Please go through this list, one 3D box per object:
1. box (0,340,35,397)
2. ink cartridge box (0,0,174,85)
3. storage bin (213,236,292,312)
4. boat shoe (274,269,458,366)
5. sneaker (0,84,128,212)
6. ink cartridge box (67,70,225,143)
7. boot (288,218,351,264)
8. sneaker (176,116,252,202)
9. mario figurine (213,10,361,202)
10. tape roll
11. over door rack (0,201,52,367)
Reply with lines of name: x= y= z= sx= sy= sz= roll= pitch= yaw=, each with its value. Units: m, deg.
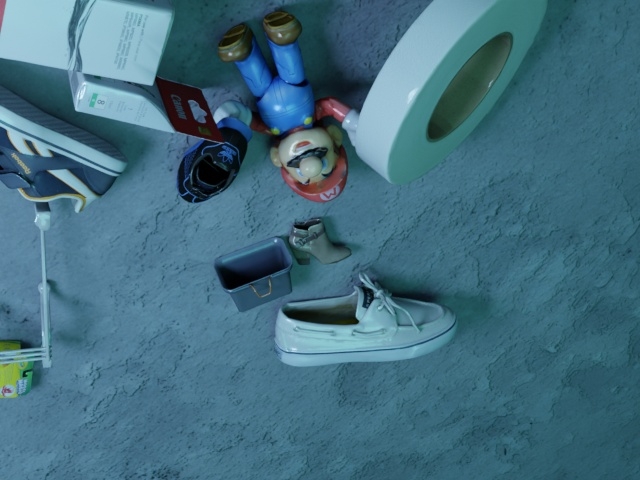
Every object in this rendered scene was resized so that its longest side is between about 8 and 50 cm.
box: x=-0.594 y=0.224 z=1.647 sx=0.179 sy=0.043 sz=0.105 roll=4 pitch=121 yaw=-22
ink cartridge box: x=-0.353 y=-0.320 z=1.268 sx=0.273 sy=0.197 sz=0.114 roll=6 pitch=122 yaw=-25
storage bin: x=-0.111 y=0.073 z=1.713 sx=0.135 sy=0.098 sz=0.091 roll=-22 pitch=139 yaw=-7
boat shoe: x=0.091 y=0.135 z=1.821 sx=0.367 sy=0.136 sz=0.156 roll=-4 pitch=122 yaw=-8
sneaker: x=-0.447 y=-0.139 z=1.401 sx=0.321 sy=0.126 sz=0.127 roll=30 pitch=102 yaw=-37
ink cartridge box: x=-0.253 y=-0.227 z=1.384 sx=0.224 sy=0.181 sz=0.056 roll=9 pitch=122 yaw=-27
boot: x=0.000 y=0.000 z=1.735 sx=0.118 sy=0.042 sz=0.087 roll=-12 pitch=124 yaw=-15
sneaker: x=-0.183 y=-0.104 z=1.494 sx=0.081 sy=0.090 sz=0.232 roll=29 pitch=146 yaw=-11
mario figurine: x=-0.038 y=-0.188 z=1.496 sx=0.170 sy=0.198 sz=0.320 roll=-53 pitch=131 yaw=-35
tape roll: x=0.208 y=-0.258 z=1.485 sx=0.392 sy=0.072 sz=0.392 roll=-43 pitch=161 yaw=-19
over door rack: x=-0.551 y=0.072 z=1.515 sx=0.239 sy=0.108 sz=0.324 roll=-5 pitch=124 yaw=-21
